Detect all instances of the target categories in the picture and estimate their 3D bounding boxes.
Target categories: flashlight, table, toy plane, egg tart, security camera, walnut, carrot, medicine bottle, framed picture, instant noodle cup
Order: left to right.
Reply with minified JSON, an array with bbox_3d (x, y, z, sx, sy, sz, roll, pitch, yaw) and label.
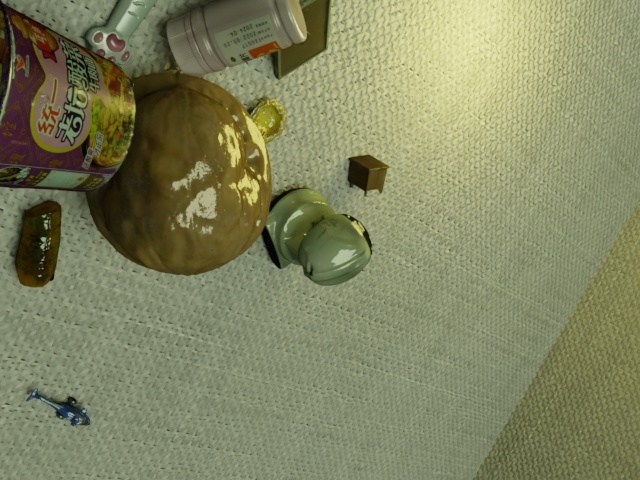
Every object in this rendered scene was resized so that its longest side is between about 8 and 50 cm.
[{"bbox_3d":[-0.500,-0.220,1.239,0.266,0.340,0.339,13,105,-52],"label":"instant noodle cup"},{"bbox_3d":[-0.563,0.008,1.450,0.082,0.082,0.173,-3,112,-37],"label":"carrot"},{"bbox_3d":[-0.587,0.381,1.643,0.054,0.062,0.167,-51,123,-4],"label":"toy plane"},{"bbox_3d":[-0.371,-0.425,1.393,0.093,0.047,0.200,32,92,-43],"label":"flashlight"},{"bbox_3d":[-0.271,-0.115,1.420,0.384,0.384,0.383,-18,122,-30],"label":"walnut"},{"bbox_3d":[-0.163,-0.415,1.425,0.250,0.133,0.133,-16,130,12],"label":"medicine bottle"},{"bbox_3d":[-0.128,-0.276,1.664,0.105,0.039,0.105,-18,123,-30],"label":"egg tart"},{"bbox_3d":[-0.039,-0.450,1.588,0.150,0.015,0.203,-37,163,-16],"label":"framed picture"},{"bbox_3d":[0.000,0.000,1.746,0.191,0.277,0.196,-31,128,-20],"label":"security camera"},{"bbox_3d":[0.121,-0.167,1.887,0.070,0.083,0.082,-13,125,-35],"label":"table"}]
